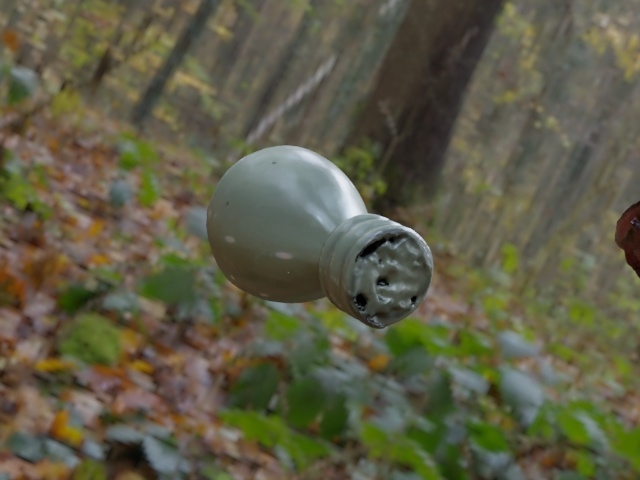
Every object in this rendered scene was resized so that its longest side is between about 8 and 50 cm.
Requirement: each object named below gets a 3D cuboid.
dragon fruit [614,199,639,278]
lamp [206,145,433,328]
[{"bbox_3d":[0.346,0.009,1.170,0.224,0.218,0.148,10,56,-65],"label":"dragon fruit"},{"bbox_3d":[0.000,0.000,1.010,0.106,0.106,0.193,25,0,-33],"label":"lamp"}]
